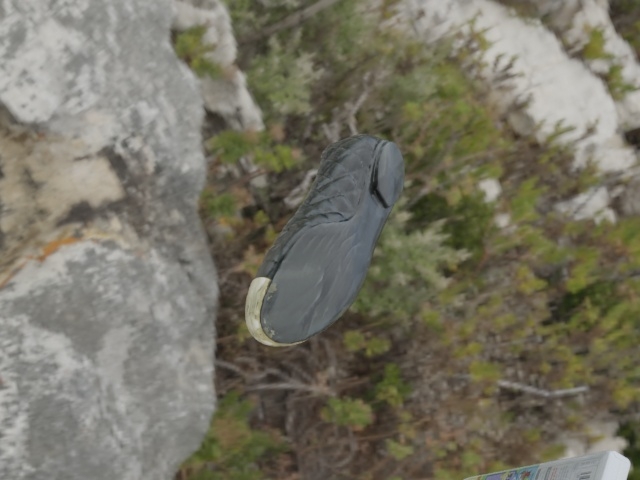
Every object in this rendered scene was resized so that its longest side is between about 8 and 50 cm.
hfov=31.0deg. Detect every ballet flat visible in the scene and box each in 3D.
[{"bbox_3d":[0.000,0.000,0.638,0.057,0.049,0.173,65,36,-26],"label":"ballet flat"}]

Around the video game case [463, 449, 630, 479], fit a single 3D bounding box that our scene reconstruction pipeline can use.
[{"bbox_3d":[0.128,0.259,0.823,0.023,0.193,0.212,31,63,-14],"label":"video game case"}]
